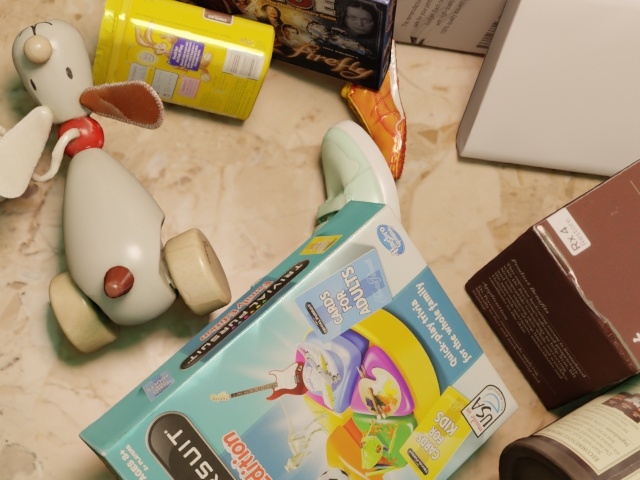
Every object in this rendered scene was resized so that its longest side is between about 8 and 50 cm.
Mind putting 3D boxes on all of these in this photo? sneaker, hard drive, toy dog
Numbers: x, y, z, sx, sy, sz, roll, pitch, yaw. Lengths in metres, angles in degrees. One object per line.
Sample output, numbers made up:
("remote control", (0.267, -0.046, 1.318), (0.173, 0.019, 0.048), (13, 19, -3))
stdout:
("sneaker", (0.000, 0.000, 1.183), (0.151, 0.094, 0.255), (-6, 76, -22))
("hard drive", (0.348, -0.166, 1.258), (0.353, 0.233, 0.047), (6, 42, -11))
("toy dog", (-0.219, -0.048, 1.087), (0.220, 0.161, 0.333), (-43, 85, -2))
("sneaker", (0.059, -0.142, 1.275), (0.067, 0.064, 0.175), (-8, 66, 1))

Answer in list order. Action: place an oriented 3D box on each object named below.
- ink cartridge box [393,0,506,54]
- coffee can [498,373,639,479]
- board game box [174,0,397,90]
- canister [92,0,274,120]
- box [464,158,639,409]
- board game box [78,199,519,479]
("ink cartridge box", (0.157, -0.307, 1.263), (0.289, 0.211, 0.121), (7, 69, -11))
("coffee can", (0.343, 0.225, 1.136), (0.275, 0.201, 0.201), (-25, 79, -20))
("board game box", (-0.044, -0.245, 1.194), (0.243, 0.165, 0.042), (18, 68, 8))
("canister", (-0.143, -0.190, 1.201), (0.170, 0.126, 0.073), (13, 59, -11))
("box", (0.284, 0.045, 1.181), (0.167, 0.203, 0.168), (-30, 82, -21))
("board game box", (-0.007, 0.165, 1.076), (0.336, 0.079, 0.253), (-41, 110, -18))
